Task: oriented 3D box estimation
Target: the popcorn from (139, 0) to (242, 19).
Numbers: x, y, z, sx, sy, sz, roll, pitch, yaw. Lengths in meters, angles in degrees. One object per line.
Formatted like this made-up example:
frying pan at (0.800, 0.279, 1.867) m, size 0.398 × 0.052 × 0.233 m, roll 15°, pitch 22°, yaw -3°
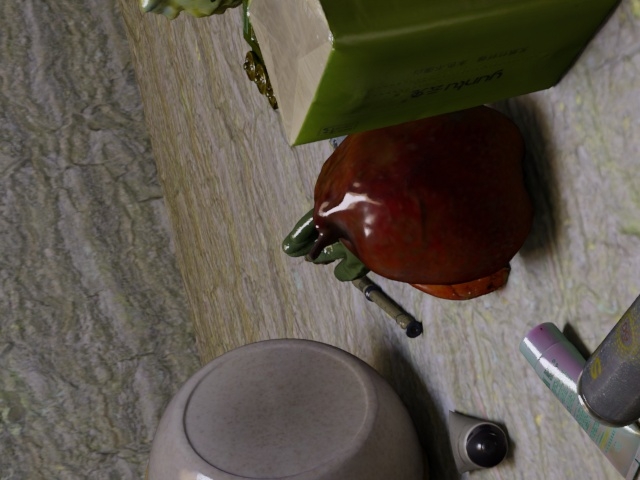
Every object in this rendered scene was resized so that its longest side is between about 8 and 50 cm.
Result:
popcorn at (-0.207, -0.470, 2.035) m, size 0.237 × 0.293 × 0.293 m, roll 31°, pitch 154°, yaw 4°

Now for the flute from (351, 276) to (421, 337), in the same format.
flute at (0.091, 0.090, 1.866) m, size 0.233 × 0.027 × 0.027 m, roll -138°, pitch 39°, yaw -65°

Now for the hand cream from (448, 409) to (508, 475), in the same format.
hand cream at (0.189, 0.255, 1.619) m, size 0.186 × 0.054 × 0.087 m, roll 135°, pitch 126°, yaw -79°

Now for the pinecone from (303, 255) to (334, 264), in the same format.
pinecone at (0.000, 0.000, 2.034) m, size 0.083 × 0.077 × 0.077 m, roll -115°, pitch 18°, yaw -67°

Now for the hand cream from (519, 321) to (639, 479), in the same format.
hand cream at (0.266, 0.158, 1.296) m, size 0.174 × 0.047 × 0.076 m, roll 54°, pitch 153°, yaw 36°

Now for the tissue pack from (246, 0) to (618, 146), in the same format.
tissue pack at (0.096, -0.215, 1.161) m, size 0.200 × 0.275 × 0.167 m, roll 120°, pitch 135°, yaw -66°

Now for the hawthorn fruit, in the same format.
hawthorn fruit at (0.096, -0.040, 1.347) m, size 0.208 × 0.248 × 0.208 m, roll 161°, pitch 90°, yaw -73°

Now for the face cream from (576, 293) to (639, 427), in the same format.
face cream at (0.285, 0.089, 1.106) m, size 0.283 × 0.073 × 0.073 m, roll 106°, pitch 148°, yaw -59°

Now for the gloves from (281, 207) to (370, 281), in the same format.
gloves at (0.043, -0.014, 1.816) m, size 0.268 × 0.107 × 0.135 m, roll -23°, pitch 87°, yaw 57°

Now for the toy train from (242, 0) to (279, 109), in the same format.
toy train at (-0.060, -0.292, 1.988) m, size 0.225 × 0.090 × 0.137 m, roll -127°, pitch 32°, yaw -55°

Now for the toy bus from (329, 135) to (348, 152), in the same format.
toy bus at (0.028, -0.282, 1.579) m, size 0.144 × 0.152 × 0.330 m, roll 130°, pitch 124°, yaw -64°

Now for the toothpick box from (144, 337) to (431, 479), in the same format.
toothpick box at (-0.040, 0.385, 1.863) m, size 0.409 × 0.409 × 0.425 m, roll -122°, pitch 20°, yaw -50°

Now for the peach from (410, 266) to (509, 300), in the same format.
peach at (0.143, 0.010, 1.509) m, size 0.172 × 0.127 × 0.092 m, roll 41°, pitch 140°, yaw 23°
